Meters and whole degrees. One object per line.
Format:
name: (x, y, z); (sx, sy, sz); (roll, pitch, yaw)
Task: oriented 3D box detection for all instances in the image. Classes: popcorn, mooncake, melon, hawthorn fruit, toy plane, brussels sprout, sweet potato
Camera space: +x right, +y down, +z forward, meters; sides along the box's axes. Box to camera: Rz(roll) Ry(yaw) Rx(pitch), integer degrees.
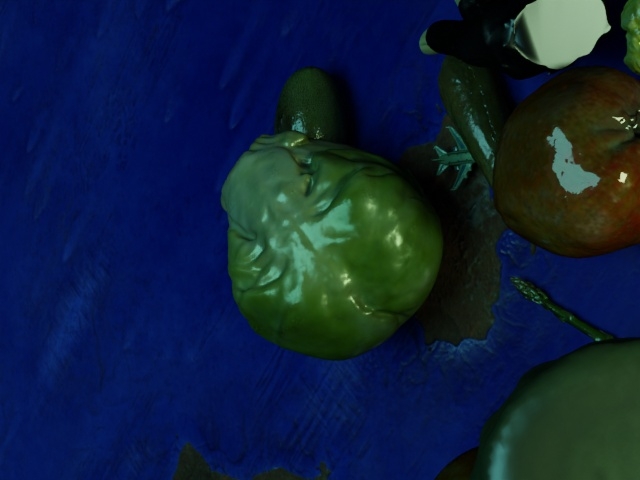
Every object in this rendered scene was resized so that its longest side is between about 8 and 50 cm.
popcorn: (0.375, -0.231, 1.718); (0.097, 0.089, 0.109); (11, 112, 10)
mooncake: (0.324, 0.276, 1.614); (0.356, 0.194, 0.356); (-1, 86, 7)
melon: (-0.013, -0.154, 2.116); (0.099, 0.099, 0.162); (0, 90, 46)
hawthorn fruit: (0.281, -0.068, 1.746); (0.262, 0.211, 0.210); (-46, 59, 50)
toy plane: (0.177, -0.104, 1.965); (0.083, 0.033, 0.080); (-5, 87, 39)
brussels sprout: (0.003, 0.013, 1.993); (0.317, 0.243, 0.273); (20, 118, 26)
sweet potato: (0.211, -0.119, 1.898); (0.075, 0.075, 0.273); (-41, 63, 39)

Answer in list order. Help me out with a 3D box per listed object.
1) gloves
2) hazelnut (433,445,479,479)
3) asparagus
gloves: (0.216, -0.266, 1.828); (0.197, 0.152, 0.301); (-36, 37, -1)
hazelnut: (0.225, 0.356, 1.801); (0.251, 0.217, 0.217); (52, 128, 9)
asparagus: (0.308, 0.102, 1.842); (0.233, 0.022, 0.023); (35, 160, 38)
